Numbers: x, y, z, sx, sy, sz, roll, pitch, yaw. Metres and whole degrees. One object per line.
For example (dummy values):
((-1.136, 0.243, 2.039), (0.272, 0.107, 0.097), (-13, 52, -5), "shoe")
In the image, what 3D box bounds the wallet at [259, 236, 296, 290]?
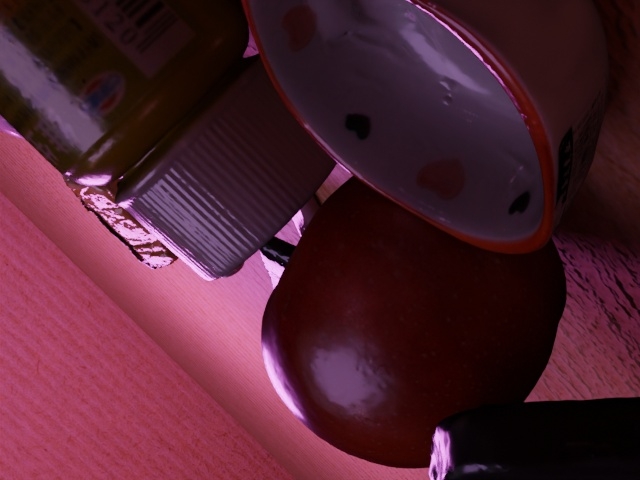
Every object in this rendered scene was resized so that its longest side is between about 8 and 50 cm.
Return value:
((0.076, 0.094, 1.193), (0.321, 0.044, 0.170), (23, 156, 19), "wallet")

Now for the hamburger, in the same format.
((-0.281, -0.073, 1.517), (0.131, 0.124, 0.262), (-1, 142, 39), "hamburger")

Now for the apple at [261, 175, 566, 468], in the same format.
((0.079, 0.055, 0.797), (0.217, 0.260, 0.260), (32, 162, 9), "apple")

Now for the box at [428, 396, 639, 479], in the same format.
((0.250, 0.186, 0.709), (0.351, 0.091, 0.359), (-3, 153, 3), "box")

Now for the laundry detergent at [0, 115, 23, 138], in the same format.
((-0.536, -0.233, 1.709), (0.159, 0.088, 0.335), (51, 162, -30), "laundry detergent")

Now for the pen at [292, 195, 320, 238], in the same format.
((0.000, 0.000, 1.211), (0.053, 0.032, 0.197), (26, 155, 36), "pen")

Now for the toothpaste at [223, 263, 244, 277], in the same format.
((-0.183, -0.043, 1.475), (0.089, 0.057, 0.234), (20, 146, 44), "toothpaste")

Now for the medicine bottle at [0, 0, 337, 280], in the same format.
((-0.174, -0.159, 0.875), (0.384, 0.224, 0.224), (45, 163, -12), "medicine bottle")

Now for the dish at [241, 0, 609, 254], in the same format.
((0.077, -0.118, 0.608), (0.256, 0.117, 0.256), (37, 162, 14), "dish")
